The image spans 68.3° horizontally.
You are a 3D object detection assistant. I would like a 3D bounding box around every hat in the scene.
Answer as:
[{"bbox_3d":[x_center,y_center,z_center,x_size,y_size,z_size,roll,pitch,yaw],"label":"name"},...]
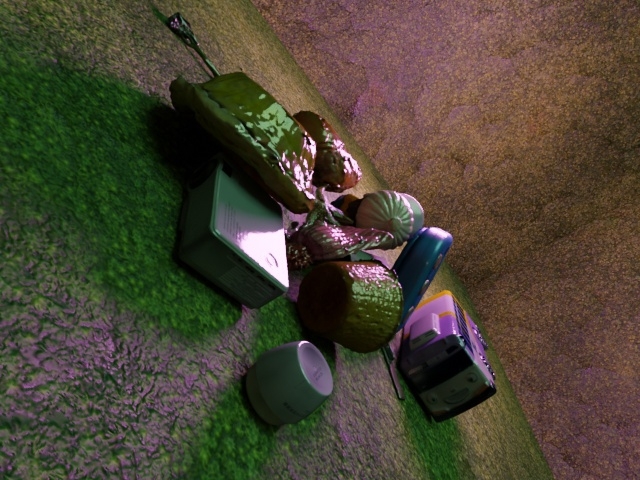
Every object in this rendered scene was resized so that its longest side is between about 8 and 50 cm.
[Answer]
[{"bbox_3d":[0.000,0.000,1.101,0.287,0.237,0.107,-20,109,-43],"label":"hat"}]

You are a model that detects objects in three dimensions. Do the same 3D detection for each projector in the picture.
[{"bbox_3d":[-0.157,-0.021,0.859,0.192,0.099,0.256,45,22,-35],"label":"projector"},{"bbox_3d":[0.101,0.076,1.356,0.338,0.108,0.108,19,41,-63],"label":"projector"}]

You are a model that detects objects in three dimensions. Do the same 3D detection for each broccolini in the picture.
[{"bbox_3d":[-0.347,-0.529,1.354,0.058,0.071,0.254,5,-47,58],"label":"broccolini"}]

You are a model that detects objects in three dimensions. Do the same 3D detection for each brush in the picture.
[{"bbox_3d":[0.201,0.344,1.293,0.034,0.028,0.190,38,27,-42],"label":"brush"}]

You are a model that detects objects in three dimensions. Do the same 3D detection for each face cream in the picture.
[{"bbox_3d":[-0.048,0.218,0.726,0.117,0.104,0.117,50,18,-22],"label":"face cream"}]

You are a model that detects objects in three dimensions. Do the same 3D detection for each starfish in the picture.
[{"bbox_3d":[-0.003,-0.082,1.331,0.224,0.050,0.216,25,59,1],"label":"starfish"}]

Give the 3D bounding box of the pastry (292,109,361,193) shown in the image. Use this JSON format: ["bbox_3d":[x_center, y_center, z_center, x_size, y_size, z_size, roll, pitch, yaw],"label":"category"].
[{"bbox_3d":[-0.009,-0.270,1.537,0.310,0.162,0.255,52,-6,-30],"label":"pastry"}]

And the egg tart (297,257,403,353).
[{"bbox_3d":[0.061,0.133,1.016,0.171,0.215,0.215,18,41,-47],"label":"egg tart"}]

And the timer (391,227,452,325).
[{"bbox_3d":[0.278,0.115,1.434,0.115,0.339,0.309,30,11,18],"label":"timer"}]

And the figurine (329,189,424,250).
[{"bbox_3d":[0.141,-0.063,1.456,0.204,0.333,0.185,-37,115,-39],"label":"figurine"}]

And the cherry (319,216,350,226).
[{"bbox_3d":[0.003,-0.069,1.396,0.226,0.090,0.107,40,26,-10],"label":"cherry"}]

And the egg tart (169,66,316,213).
[{"bbox_3d":[-0.137,-0.220,0.992,0.388,0.169,0.388,42,1,-1],"label":"egg tart"}]

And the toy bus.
[{"bbox_3d":[0.390,0.341,1.494,0.249,0.209,0.440,55,17,-3],"label":"toy bus"}]
